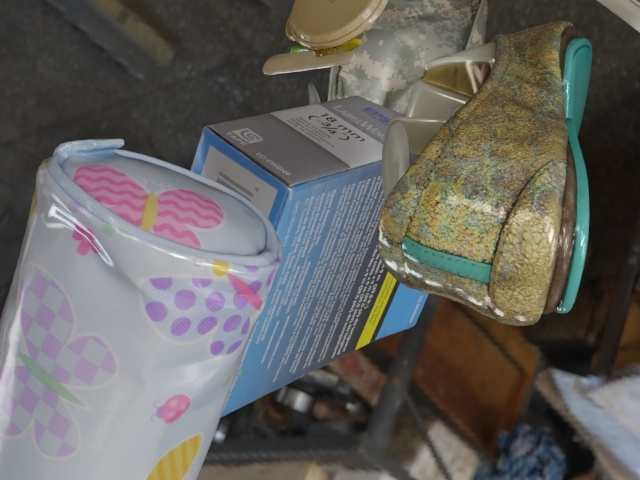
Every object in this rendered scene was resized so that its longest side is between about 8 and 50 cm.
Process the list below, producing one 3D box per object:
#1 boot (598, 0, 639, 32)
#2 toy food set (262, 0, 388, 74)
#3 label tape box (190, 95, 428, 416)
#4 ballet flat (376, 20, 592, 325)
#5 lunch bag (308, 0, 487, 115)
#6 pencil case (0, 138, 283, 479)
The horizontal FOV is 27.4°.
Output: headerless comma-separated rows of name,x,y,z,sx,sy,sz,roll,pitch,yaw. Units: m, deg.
boot,0.361,-0.317,1.373,0.244,0.088,0.176,27,121,-23
toy food set,0.021,-0.249,1.398,0.132,0.192,0.038,0,149,35
label tape box,0.000,0.000,1.206,0.106,0.334,0.240,34,119,25
ballet flat,0.097,-0.058,0.757,0.123,0.348,0.123,4,113,10
lunch bag,0.077,-0.123,1.496,0.169,0.287,0.235,16,151,14
pencil case,-0.115,0.091,0.617,0.124,0.273,0.113,35,-159,30
